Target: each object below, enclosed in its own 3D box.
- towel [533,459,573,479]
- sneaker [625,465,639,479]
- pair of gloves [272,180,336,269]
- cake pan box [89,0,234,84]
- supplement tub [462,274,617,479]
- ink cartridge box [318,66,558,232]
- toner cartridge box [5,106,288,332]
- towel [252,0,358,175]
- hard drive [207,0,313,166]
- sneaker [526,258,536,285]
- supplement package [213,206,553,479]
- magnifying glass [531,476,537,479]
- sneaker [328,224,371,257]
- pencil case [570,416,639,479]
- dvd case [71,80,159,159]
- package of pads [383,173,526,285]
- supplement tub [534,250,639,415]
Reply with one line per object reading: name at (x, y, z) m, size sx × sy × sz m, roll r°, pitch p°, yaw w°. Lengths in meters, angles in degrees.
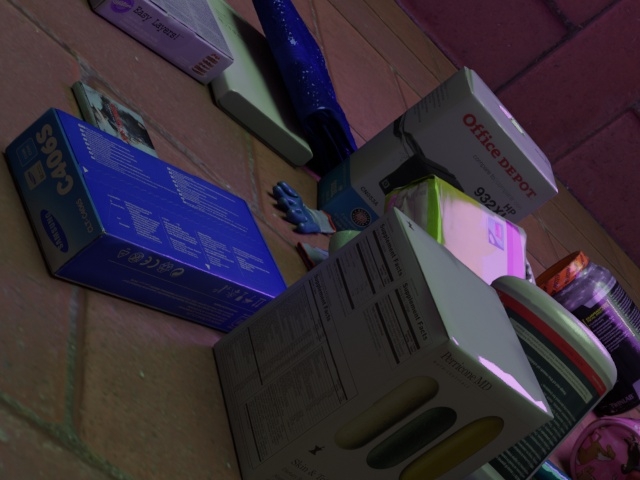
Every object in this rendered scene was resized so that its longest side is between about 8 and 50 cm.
towel at (0.372, 0.380, 1.858) m, size 0.370 × 0.040 × 0.271 m, roll 40°, pitch -2°, yaw -4°
sneaker at (0.537, 0.501, 2.103) m, size 0.097 × 0.135 × 0.276 m, roll -34°, pitch -108°, yaw 66°
pair of gloves at (0.000, 0.000, 1.912) m, size 0.159 × 0.023 × 0.198 m, roll 24°, pitch 33°, yaw -57°
cake pan box at (-0.259, -0.377, 1.908) m, size 0.267 × 0.070 × 0.246 m, roll 29°, pitch 27°, yaw -52°
supplement tub at (0.199, 0.194, 1.558) m, size 0.191 × 0.272 × 0.191 m, roll 43°, pitch -5°, yaw 5°
ink cartridge box at (0.182, -0.085, 2.058) m, size 0.223 × 0.307 × 0.129 m, roll 46°, pitch 18°, yaw -18°
toner cartridge box at (-0.172, -0.008, 1.407) m, size 0.348 × 0.075 × 0.165 m, roll 26°, pitch 31°, yaw -55°
towel at (-0.019, -0.268, 2.160) m, size 0.228 × 0.076 × 0.308 m, roll 63°, pitch 5°, yaw -60°
hard drive at (-0.120, -0.272, 2.099) m, size 0.203 × 0.040 × 0.308 m, roll 37°, pitch 24°, yaw -41°
sneaker at (0.361, 0.138, 2.352) m, size 0.118 × 0.110 × 0.292 m, roll 44°, pitch 26°, yaw -48°
supplement package at (0.060, 0.148, 1.382) m, size 0.199 × 0.262 × 0.198 m, roll 37°, pitch 23°, yaw -39°
magnifying glass at (0.303, 0.315, 2.068) m, size 0.092 × 0.026 × 0.231 m, roll 35°, pitch 24°, yaw -44°
sneaker at (0.102, 0.062, 1.874) m, size 0.256 × 0.094 × 0.151 m, roll 26°, pitch 52°, yaw -51°
pencil case at (0.577, 0.408, 2.367) m, size 0.160 × 0.167 × 0.386 m, roll 16°, pitch -1°, yaw 28°
dvd case at (-0.244, -0.137, 1.574) m, size 0.119 × 0.013 × 0.087 m, roll 27°, pitch 31°, yaw -52°
package of pads at (0.182, 0.081, 1.802) m, size 0.229 × 0.101 × 0.297 m, roll 27°, pitch 57°, yaw -39°
supplement tub at (0.574, 0.189, 2.715) m, size 0.316 × 0.193 × 0.193 m, roll 53°, pitch 18°, yaw -1°
